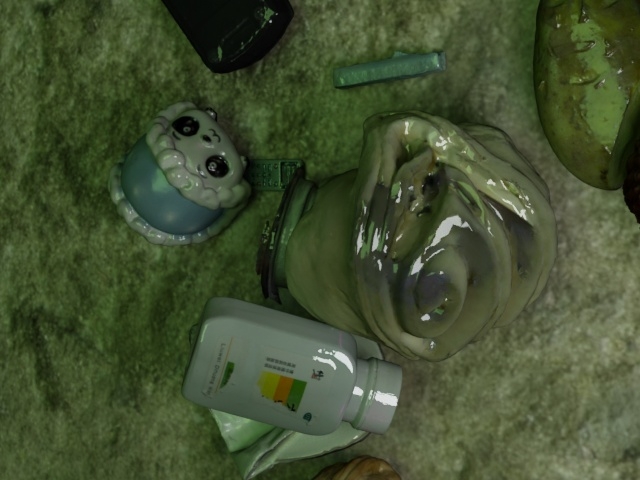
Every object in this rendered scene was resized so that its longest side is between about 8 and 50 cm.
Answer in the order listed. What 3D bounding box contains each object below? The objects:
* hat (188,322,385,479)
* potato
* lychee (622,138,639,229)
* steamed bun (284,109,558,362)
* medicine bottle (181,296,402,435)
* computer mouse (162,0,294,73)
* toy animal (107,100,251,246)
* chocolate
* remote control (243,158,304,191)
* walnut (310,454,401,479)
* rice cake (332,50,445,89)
[{"bbox_3d":[-0.049,0.202,1.971,0.301,0.168,0.257,-11,110,5],"label":"hat"},{"bbox_3d":[0.372,-0.215,1.713,0.176,0.141,0.298,-4,98,42],"label":"potato"},{"bbox_3d":[0.511,-0.068,1.577,0.267,0.267,0.267,1,93,29],"label":"lychee"},{"bbox_3d":[0.144,0.000,1.730,0.352,0.247,0.339,19,101,-5],"label":"steamed bun"},{"bbox_3d":[-0.039,0.190,1.824,0.296,0.111,0.161,17,118,-9],"label":"medicine bottle"},{"bbox_3d":[-0.158,-0.399,2.011,0.170,0.100,0.269,-36,80,28],"label":"computer mouse"},{"bbox_3d":[-0.227,-0.104,2.022,0.204,0.156,0.208,-43,77,39],"label":"toy animal"},{"bbox_3d":[0.000,0.008,1.913,0.147,0.221,0.221,22,103,9],"label":"chocolate"},{"bbox_3d":[-0.081,-0.103,2.028,0.124,0.018,0.053,3,94,29],"label":"remote control"},{"bbox_3d":[0.050,0.392,1.887,0.155,0.184,0.155,-1,87,25],"label":"walnut"},{"bbox_3d":[0.100,-0.258,1.915,0.180,0.030,0.042,-7,87,28],"label":"rice cake"}]
